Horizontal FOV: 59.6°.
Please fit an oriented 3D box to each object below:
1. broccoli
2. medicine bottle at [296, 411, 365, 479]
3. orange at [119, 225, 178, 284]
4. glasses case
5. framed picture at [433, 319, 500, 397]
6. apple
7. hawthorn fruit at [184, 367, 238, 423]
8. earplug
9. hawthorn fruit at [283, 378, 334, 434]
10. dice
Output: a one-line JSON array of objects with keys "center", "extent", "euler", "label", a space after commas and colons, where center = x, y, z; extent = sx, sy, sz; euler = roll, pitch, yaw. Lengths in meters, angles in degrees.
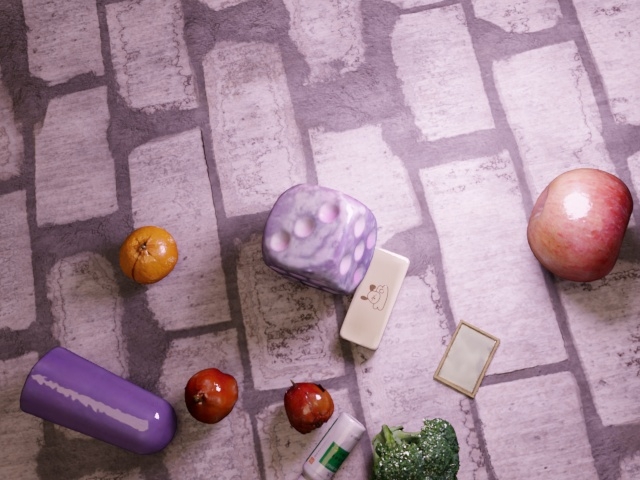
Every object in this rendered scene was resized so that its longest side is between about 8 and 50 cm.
[{"center": [0.266, 0.633, 1.581], "extent": [0.308, 0.308, 0.275], "euler": [-37, 39, -4], "label": "broccoli"}, {"center": [0.025, 0.641, 1.669], "extent": [0.095, 0.095, 0.260], "euler": [38, 84, 12], "label": "medicine bottle"}, {"center": [-0.561, 0.045, 1.822], "extent": [0.193, 0.161, 0.193], "euler": [-2, 76, 9], "label": "orange"}, {"center": [0.173, 0.184, 1.773], "extent": [0.131, 0.070, 0.313], "euler": [21, 79, 9], "label": "glasses case"}, {"center": [0.456, 0.366, 1.739], "extent": [0.136, 0.010, 0.201], "euler": [27, 81, 9], "label": "framed picture"}, {"center": [0.759, -0.052, 1.660], "extent": [0.269, 0.345, 0.345], "euler": [19, 79, 28], "label": "apple"}, {"center": [-0.333, 0.472, 1.690], "extent": [0.169, 0.188, 0.169], "euler": [0, 84, 4], "label": "hawthorn fruit"}, {"center": [-0.654, 0.505, 1.708], "extent": [0.456, 0.215, 0.215], "euler": [21, 80, 6], "label": "earplug"}, {"center": [-0.043, 0.490, 1.691], "extent": [0.148, 0.148, 0.172], "euler": [-36, 58, -4], "label": "hawthorn fruit"}, {"center": [0.000, 0.000, 1.701], "extent": [0.270, 0.270, 0.271], "euler": [15, 78, 27], "label": "dice"}]
